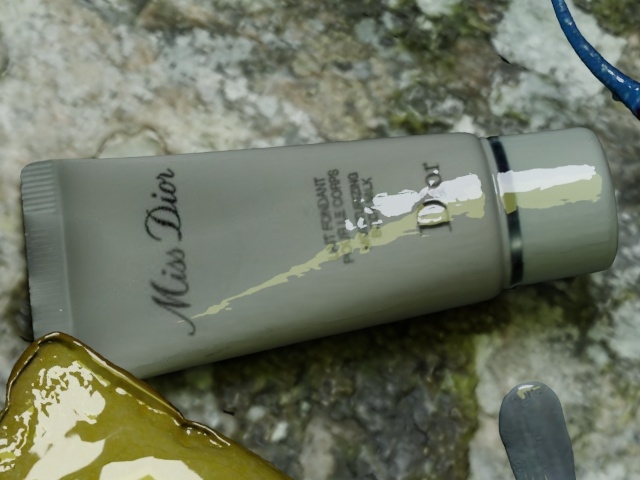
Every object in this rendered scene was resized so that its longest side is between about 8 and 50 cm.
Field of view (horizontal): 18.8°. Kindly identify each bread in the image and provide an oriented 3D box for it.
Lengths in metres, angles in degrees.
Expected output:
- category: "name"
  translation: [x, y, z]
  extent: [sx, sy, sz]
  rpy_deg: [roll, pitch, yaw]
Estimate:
- category: "bread"
  translation: [-0.078, 0.167, 0.934]
  extent: [0.233, 0.088, 0.161]
  rpy_deg: [32, 68, 3]

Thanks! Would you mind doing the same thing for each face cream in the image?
- category: "face cream"
  translation: [0.000, 0.000, 1.039]
  extent: [0.314, 0.089, 0.143]
  rpy_deg: [-9, 65, -2]

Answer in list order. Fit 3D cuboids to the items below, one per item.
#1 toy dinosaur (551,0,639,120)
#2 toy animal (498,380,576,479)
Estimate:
- category: "toy dinosaur"
  translation: [0.230, -0.006, 1.055]
  extent: [0.076, 0.144, 0.329]
  rpy_deg: [-33, 61, -18]
- category: "toy animal"
  translation: [0.130, 0.200, 0.910]
  extent: [0.239, 0.176, 0.255]
  rpy_deg: [-10, 60, -10]
